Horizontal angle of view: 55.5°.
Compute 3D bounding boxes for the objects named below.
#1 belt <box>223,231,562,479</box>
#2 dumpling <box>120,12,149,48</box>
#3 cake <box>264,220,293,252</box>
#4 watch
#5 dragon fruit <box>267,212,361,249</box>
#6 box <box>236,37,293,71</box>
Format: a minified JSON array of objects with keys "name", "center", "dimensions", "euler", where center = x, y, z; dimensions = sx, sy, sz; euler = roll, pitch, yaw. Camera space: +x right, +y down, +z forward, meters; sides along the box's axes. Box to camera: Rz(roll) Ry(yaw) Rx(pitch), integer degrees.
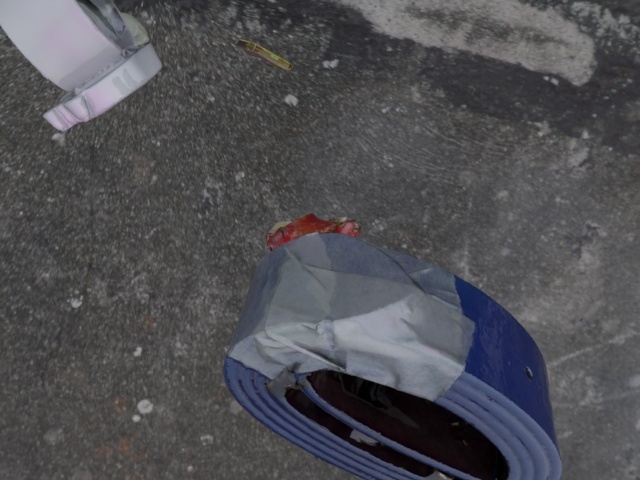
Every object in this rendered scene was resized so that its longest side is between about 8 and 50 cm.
[{"name":"belt","center":[0.080,0.137,0.580],"dimensions":[0.347,0.117,0.212],"euler":[33,131,-18]},{"name":"dumpling","center":[-0.469,-0.472,1.408],"dimensions":[0.150,0.176,0.092],"euler":[-5,141,-35]},{"name":"cake","center":[-0.026,0.060,1.241],"dimensions":[0.117,0.086,0.220],"euler":[-4,119,20]},{"name":"watch","center":[-0.374,-0.301,0.899],"dimensions":[0.196,0.244,0.231],"euler":[-33,117,8]},{"name":"dragon fruit","center":[0.000,0.000,0.960],"dimensions":[0.153,0.153,0.110],"euler":[42,76,-27]},{"name":"box","center":[-0.145,-0.488,1.604],"dimensions":[0.133,0.090,0.023],"euler":[17,102,-43]}]
